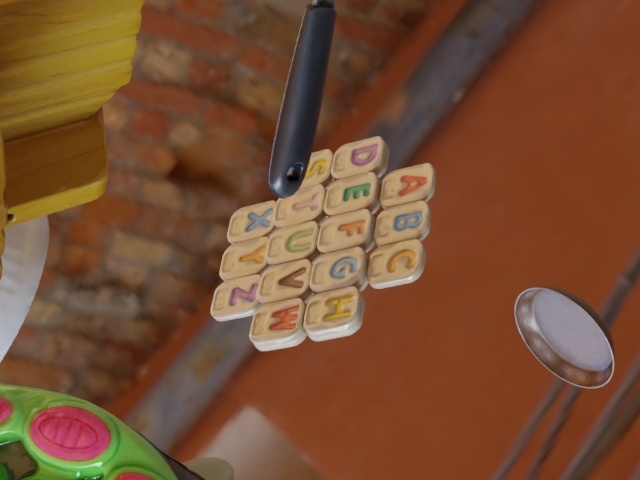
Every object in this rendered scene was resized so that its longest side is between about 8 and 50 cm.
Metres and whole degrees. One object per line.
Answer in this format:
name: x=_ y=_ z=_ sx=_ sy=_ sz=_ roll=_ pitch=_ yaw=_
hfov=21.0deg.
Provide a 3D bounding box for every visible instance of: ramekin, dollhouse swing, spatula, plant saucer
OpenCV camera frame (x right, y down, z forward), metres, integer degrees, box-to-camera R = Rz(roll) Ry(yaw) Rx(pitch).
ramekin: x=-0.447 y=0.053 z=2.019 sx=0.135 sy=0.277 sz=0.277 roll=28 pitch=-176 yaw=-26
dollhouse swing: x=-0.249 y=-0.105 z=1.643 sx=0.305 sy=0.315 sz=0.347 roll=54 pitch=147 yaw=29
spatula: x=0.013 y=-0.168 z=1.091 sx=0.084 sy=0.296 sz=0.030 roll=3 pitch=-161 yaw=-46
plant saucer: x=0.340 y=0.127 z=2.358 sx=0.168 sy=0.029 sz=0.168 roll=35 pitch=148 yaw=27

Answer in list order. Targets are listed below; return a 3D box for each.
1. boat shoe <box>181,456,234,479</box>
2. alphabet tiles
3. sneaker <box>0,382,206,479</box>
boat shoe: x=-0.126 y=0.224 z=1.382 sx=0.049 sy=0.137 sz=0.043 roll=40 pitch=155 yaw=35
alphabet tiles: x=0.000 y=0.000 z=2.014 sx=0.278 sy=0.284 sz=0.021 roll=-12 pitch=137 yaw=27
sneaker: x=-0.083 y=0.264 z=1.275 sx=0.483 sy=0.185 sz=0.202 roll=28 pitch=170 yaw=2
